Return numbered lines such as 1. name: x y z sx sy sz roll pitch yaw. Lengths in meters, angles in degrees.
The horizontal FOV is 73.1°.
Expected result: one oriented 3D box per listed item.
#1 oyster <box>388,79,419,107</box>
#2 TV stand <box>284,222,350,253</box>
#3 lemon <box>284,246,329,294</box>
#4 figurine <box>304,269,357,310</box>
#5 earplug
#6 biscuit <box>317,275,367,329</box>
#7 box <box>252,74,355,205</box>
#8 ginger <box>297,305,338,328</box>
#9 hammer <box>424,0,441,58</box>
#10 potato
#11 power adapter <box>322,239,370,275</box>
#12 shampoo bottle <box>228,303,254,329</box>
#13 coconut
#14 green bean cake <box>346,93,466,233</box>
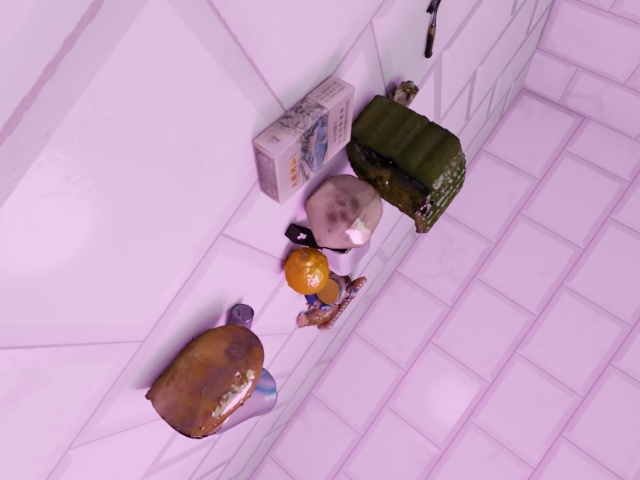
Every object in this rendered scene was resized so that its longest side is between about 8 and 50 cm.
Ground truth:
1. oyster: 0.238 -0.427 1.273 0.148 0.051 0.103 -12 139 -42
2. TV stand: 0.000 0.000 1.299 0.256 0.049 0.040 15 110 -49
3. lemon: -0.042 0.089 1.334 0.142 0.142 0.187 -46 157 -26
4. figurine: 0.051 0.193 1.713 0.275 0.158 0.161 -8 91 -63
5. earplug: -0.310 0.547 1.438 0.324 0.185 0.185 -3 126 -60
6. biscuit: 0.101 0.313 2.147 0.325 0.044 0.217 -50 -177 -18
7. box: -0.030 -0.218 0.943 0.256 0.069 0.164 -47 160 -24
8. ginger: -0.011 0.331 1.929 0.131 0.086 0.294 -39 164 25
9. hammer: 0.316 -0.598 1.218 0.078 0.021 0.201 -49 160 -18
10. potato: -0.263 0.337 1.105 0.266 0.229 0.229 -55 162 -9
11. power adapter: 0.093 -0.009 1.520 0.187 0.124 0.255 -49 161 -19
12. shampoo bottle: -0.243 0.276 1.274 0.072 0.072 0.214 -36 154 -45
13. coconut: 0.061 -0.070 1.210 0.224 0.224 0.224 -47 160 -23
14. green bean cake: 0.228 -0.205 1.228 0.218 0.319 0.335 -50 157 -6
